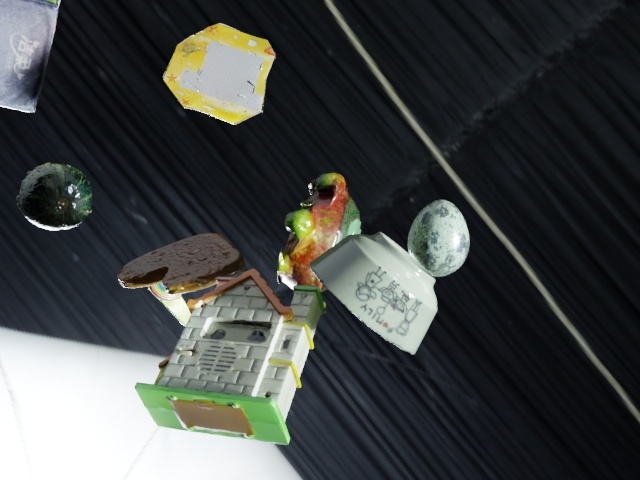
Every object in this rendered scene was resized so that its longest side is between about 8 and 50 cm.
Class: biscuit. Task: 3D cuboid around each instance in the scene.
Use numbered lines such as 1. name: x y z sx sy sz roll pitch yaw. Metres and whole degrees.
1. biscuit: -0.321 0.070 1.799 0.262 0.052 0.277 -26 -155 -20

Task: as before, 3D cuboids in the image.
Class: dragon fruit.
1. dragon fruit: 0.000 0.000 1.565 0.295 0.130 0.268 35 75 -82

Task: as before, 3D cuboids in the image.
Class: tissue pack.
1. tissue pack: -0.835 -0.483 1.807 0.287 0.395 0.124 -65 -151 27

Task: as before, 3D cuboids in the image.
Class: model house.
1. model house: -0.225 -0.349 1.703 0.136 0.220 0.207 149 -45 -77

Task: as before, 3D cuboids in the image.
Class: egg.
1. egg: 0.256 -0.005 1.687 0.132 0.132 0.172 -33 128 -58

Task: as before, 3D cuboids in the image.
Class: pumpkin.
1. pumpkin: -0.705 -0.116 2.078 0.146 0.190 0.190 17 -140 40

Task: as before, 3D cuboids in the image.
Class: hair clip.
1. hair clip: -0.401 0.156 2.079 0.033 0.188 0.060 -13 -152 51

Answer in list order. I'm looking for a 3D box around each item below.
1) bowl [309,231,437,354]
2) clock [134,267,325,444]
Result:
1. bowl: 0.096 0.064 1.184 0.112 0.211 0.211 -50 175 8
2. clock: -0.125 0.169 1.212 0.106 0.220 0.255 76 25 -42
